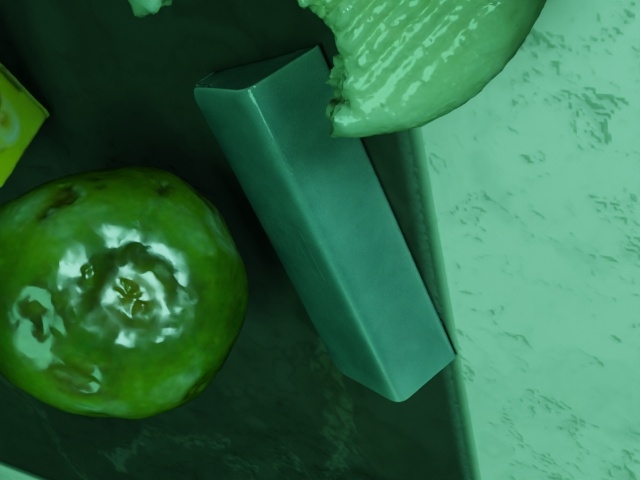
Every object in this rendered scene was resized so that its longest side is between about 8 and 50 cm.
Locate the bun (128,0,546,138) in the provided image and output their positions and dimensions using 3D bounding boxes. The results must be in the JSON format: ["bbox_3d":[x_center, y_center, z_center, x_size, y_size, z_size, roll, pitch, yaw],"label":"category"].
[{"bbox_3d":[0.006,-0.157,0.416,0.204,0.126,0.212,-22,120,17],"label":"bun"}]

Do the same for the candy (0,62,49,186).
[{"bbox_3d":[-0.383,-0.126,0.723,0.276,0.088,0.146,8,150,30],"label":"candy"}]

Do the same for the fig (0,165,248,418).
[{"bbox_3d":[-0.178,0.035,0.704,0.206,0.206,0.275,51,166,-13],"label":"fig"}]

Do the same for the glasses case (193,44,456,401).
[{"bbox_3d":[0.000,0.000,0.612,0.105,0.056,0.266,-5,122,38],"label":"glasses case"}]
